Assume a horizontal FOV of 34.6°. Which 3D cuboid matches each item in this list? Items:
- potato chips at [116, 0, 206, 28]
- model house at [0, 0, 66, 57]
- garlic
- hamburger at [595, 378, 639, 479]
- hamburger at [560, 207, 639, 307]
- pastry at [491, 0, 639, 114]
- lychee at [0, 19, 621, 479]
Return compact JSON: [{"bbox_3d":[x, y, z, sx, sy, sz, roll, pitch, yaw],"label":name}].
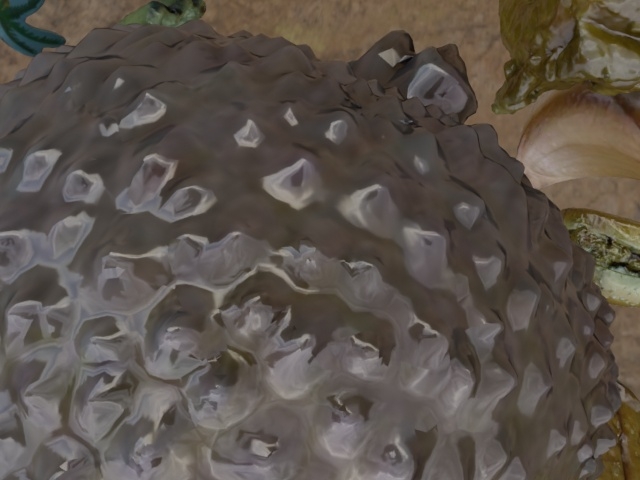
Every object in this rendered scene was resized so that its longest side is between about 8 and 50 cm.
[{"bbox_3d":[-0.292,-0.196,1.287,0.429,0.358,0.070,-24,100,44],"label":"potato chips"},{"bbox_3d":[-0.335,-0.320,1.145,0.324,0.300,0.340,-37,131,-15],"label":"model house"},{"bbox_3d":[0.275,-0.109,1.002,0.207,0.115,0.128,-11,111,50],"label":"garlic"},{"bbox_3d":[0.202,0.184,0.886,0.206,0.183,0.130,15,148,-15],"label":"hamburger"},{"bbox_3d":[0.421,0.029,1.466,0.189,0.215,0.122,14,92,-2],"label":"hamburger"},{"bbox_3d":[0.229,-0.216,0.768,0.132,0.235,0.240,9,170,-9],"label":"pastry"},{"bbox_3d":[-0.049,0.077,0.540,0.380,0.380,0.432,32,88,-15],"label":"lychee"}]
